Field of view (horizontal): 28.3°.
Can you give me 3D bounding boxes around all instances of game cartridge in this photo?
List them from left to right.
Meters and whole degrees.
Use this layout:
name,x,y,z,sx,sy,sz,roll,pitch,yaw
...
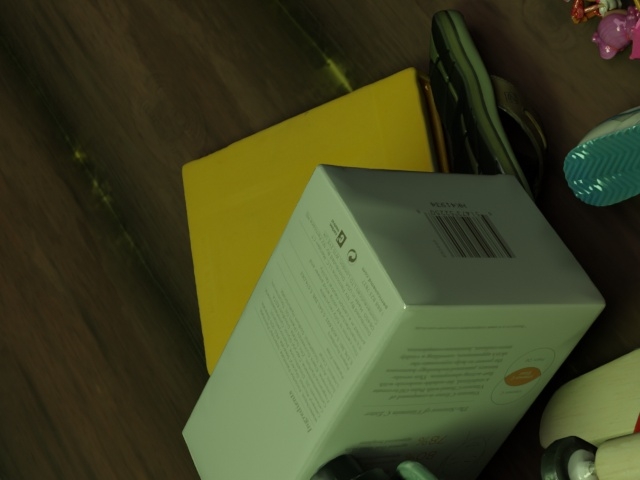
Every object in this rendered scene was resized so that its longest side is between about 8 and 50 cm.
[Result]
name,x,y,z,sx,sy,sz,roll,pitch,yaw
game cartridge,0.000,0.000,1.370,0.324,0.053,0.285,-20,69,31

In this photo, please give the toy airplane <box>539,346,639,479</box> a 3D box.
name,x,y,z,sx,sy,sz,roll,pitch,yaw
toy airplane,0.358,0.111,1.000,0.384,0.272,0.386,-48,15,7

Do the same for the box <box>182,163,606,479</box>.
name,x,y,z,sx,sy,sz,roll,pitch,yaw
box,0.051,0.117,1.126,0.345,0.215,0.168,-62,42,34

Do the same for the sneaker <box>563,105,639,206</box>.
name,x,y,z,sx,sy,sz,roll,pitch,yaw
sneaker,0.334,-0.097,1.128,0.229,0.092,0.087,-10,110,30

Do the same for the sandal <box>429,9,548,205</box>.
name,x,y,z,sx,sy,sz,roll,pitch,yaw
sandal,0.175,-0.107,1.240,0.086,0.120,0.302,-6,61,-11

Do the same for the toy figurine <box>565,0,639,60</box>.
name,x,y,z,sx,sy,sz,roll,pitch,yaw
toy figurine,0.279,-0.237,1.206,0.173,0.130,0.159,-33,71,48

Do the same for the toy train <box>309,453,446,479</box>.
name,x,y,z,sx,sy,sz,roll,pitch,yaw
toy train,0.098,0.320,0.987,0.142,0.190,0.334,-30,60,-24
